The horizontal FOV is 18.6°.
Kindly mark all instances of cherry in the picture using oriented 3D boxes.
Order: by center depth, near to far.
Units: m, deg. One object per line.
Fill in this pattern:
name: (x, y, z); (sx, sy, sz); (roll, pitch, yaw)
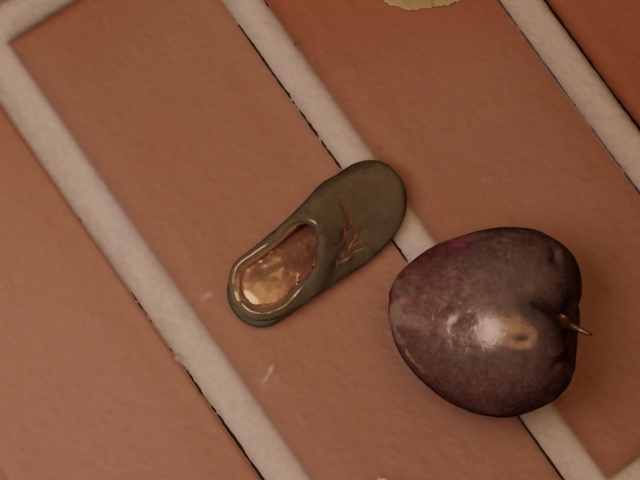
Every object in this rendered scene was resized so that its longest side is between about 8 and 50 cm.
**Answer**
cherry: (0.148, 0.074, 1.694); (0.176, 0.140, 0.176); (-5, 70, 15)

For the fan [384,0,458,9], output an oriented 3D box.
fan: (0.151, -0.345, 1.846); (0.310, 0.010, 0.182); (-38, 86, -10)

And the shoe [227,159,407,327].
shoe: (0.000, 0.000, 1.720); (0.195, 0.078, 0.079); (-39, 85, -9)

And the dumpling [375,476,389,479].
dumpling: (0.041, 0.249, 1.691); (0.059, 0.043, 0.077); (39, 59, -15)
